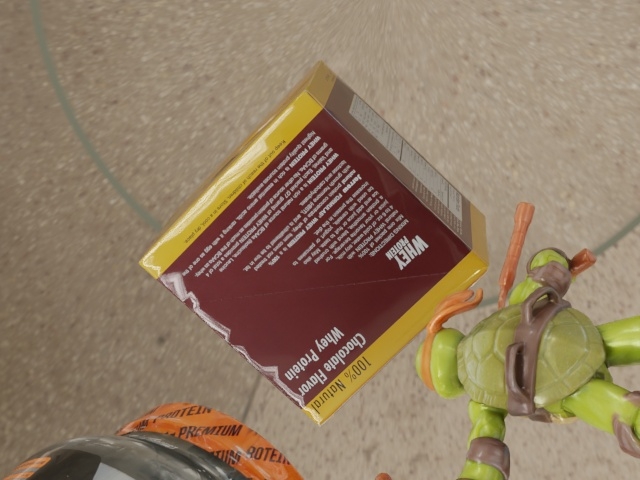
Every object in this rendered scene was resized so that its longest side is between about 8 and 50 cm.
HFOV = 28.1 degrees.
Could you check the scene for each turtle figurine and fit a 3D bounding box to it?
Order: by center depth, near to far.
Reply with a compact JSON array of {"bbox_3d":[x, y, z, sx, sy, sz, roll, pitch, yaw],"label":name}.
[{"bbox_3d":[0.139,0.062,0.709,0.217,0.269,0.087,0,134,34],"label":"turtle figurine"}]

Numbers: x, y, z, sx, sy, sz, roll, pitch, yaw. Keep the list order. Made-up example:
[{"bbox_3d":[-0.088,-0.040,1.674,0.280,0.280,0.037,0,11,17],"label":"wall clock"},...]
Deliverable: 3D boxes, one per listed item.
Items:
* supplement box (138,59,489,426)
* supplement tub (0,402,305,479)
[{"bbox_3d":[0.000,0.000,1.018,0.194,0.129,0.191,43,107,-8],"label":"supplement box"},{"bbox_3d":[-0.146,0.240,0.646,0.207,0.338,0.207,21,129,28],"label":"supplement tub"}]
